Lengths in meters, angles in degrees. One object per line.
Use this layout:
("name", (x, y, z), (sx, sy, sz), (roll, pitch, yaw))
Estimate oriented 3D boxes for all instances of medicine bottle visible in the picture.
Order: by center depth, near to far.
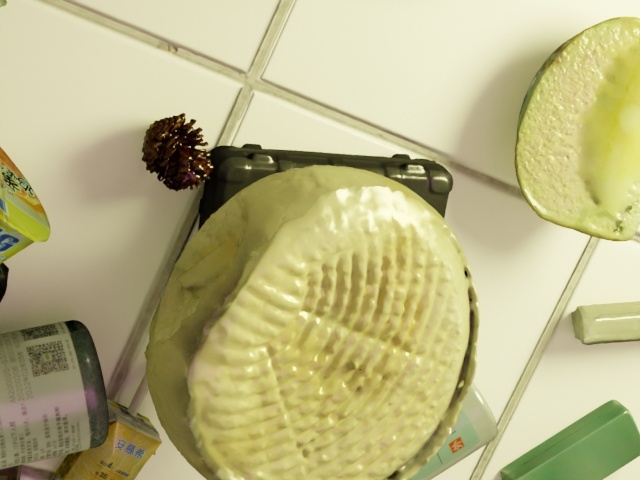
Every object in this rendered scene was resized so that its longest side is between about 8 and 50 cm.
("medicine bottle", (-0.377, 0.176, 1.567), (0.293, 0.141, 0.141), (-10, 113, -18))
("medicine bottle", (0.038, 0.277, 1.782), (0.352, 0.110, 0.110), (-31, 117, -8))

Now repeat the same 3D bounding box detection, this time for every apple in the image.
("apple", (0.318, -0.144, 1.731), (0.193, 0.120, 0.265), (23, 97, -13))

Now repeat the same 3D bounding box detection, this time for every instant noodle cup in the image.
("instant noodle cup", (-0.382, -0.031, 1.466), (0.153, 0.205, 0.205), (-40, 119, 8))

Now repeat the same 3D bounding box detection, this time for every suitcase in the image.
("suitcase", (0.000, 0.000, 1.688), (0.285, 0.066, 0.206), (2, 108, -22))

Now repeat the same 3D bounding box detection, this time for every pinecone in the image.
("pinecone", (-0.150, -0.093, 1.588), (0.077, 0.077, 0.083), (-44, 108, -1))

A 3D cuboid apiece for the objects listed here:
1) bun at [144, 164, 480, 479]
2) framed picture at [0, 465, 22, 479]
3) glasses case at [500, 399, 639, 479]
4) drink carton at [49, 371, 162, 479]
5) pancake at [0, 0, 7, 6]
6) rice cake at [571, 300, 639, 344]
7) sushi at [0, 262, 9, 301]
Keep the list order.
("bun", (-0.020, 0.094, 1.565), (0.364, 0.202, 0.364), (-9, 110, -25))
("framed picture", (-0.433, 0.347, 1.684), (0.173, 0.010, 0.231), (6, 107, -23))
("glasses case", (0.325, 0.284, 1.933), (0.184, 0.039, 0.078), (-30, 117, -8))
("drink carton", (-0.233, 0.236, 1.684), (0.084, 0.074, 0.200), (31, 98, -28))
("pancake", (-0.368, -0.207, 1.374), (0.054, 0.197, 0.377), (27, 60, -53))
("rice cake", (0.432, 0.101, 1.895), (0.256, 0.057, 0.052), (-3, 115, -19))
("sushi", (-0.373, 0.057, 1.550), (0.056, 0.084, 0.083), (53, 45, -38))
